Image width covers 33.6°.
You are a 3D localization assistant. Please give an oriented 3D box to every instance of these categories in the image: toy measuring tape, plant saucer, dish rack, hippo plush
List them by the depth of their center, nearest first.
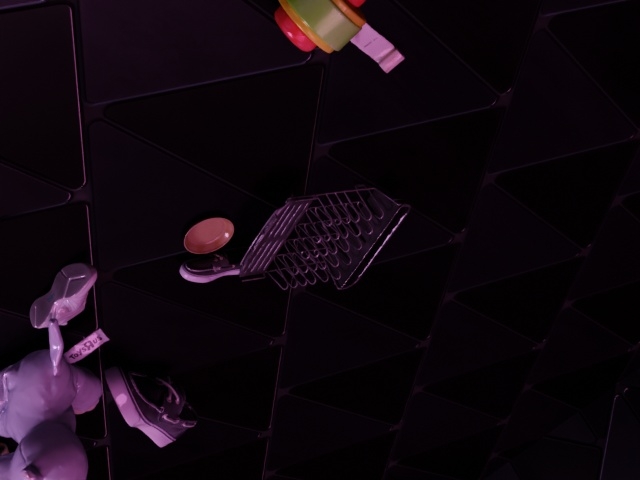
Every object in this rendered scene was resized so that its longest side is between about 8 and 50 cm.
[{"bbox_3d":[0.035,-0.278,1.398,0.121,0.121,0.330,-39,145,16],"label":"toy measuring tape"},{"bbox_3d":[-0.179,-0.012,1.680,0.083,0.015,0.083,-18,144,-14],"label":"plant saucer"},{"bbox_3d":[-0.427,0.312,1.699,0.294,0.237,0.234,-32,151,21],"label":"hippo plush"},{"bbox_3d":[0.000,0.000,1.740,0.271,0.074,0.208,-8,141,-47],"label":"dish rack"}]

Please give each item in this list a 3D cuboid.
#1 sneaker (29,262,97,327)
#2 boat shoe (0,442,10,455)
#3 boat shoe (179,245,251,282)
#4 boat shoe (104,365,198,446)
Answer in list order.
[{"bbox_3d":[-0.385,0.083,1.633,0.152,0.054,0.061,-40,150,30],"label":"sneaker"},{"bbox_3d":[-0.577,0.396,1.891,0.072,0.068,0.190,-51,141,12],"label":"boat shoe"},{"bbox_3d":[-0.164,0.034,1.728,0.142,0.049,0.040,-9,136,-37],"label":"boat shoe"},{"bbox_3d":[-0.296,0.288,1.910,0.102,0.108,0.301,-27,149,-2],"label":"boat shoe"}]
